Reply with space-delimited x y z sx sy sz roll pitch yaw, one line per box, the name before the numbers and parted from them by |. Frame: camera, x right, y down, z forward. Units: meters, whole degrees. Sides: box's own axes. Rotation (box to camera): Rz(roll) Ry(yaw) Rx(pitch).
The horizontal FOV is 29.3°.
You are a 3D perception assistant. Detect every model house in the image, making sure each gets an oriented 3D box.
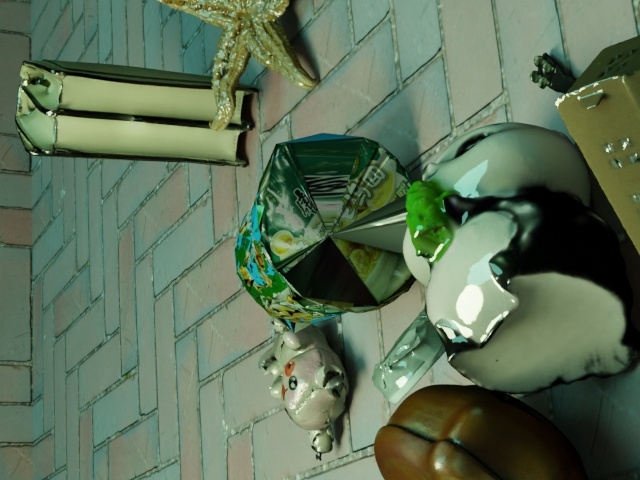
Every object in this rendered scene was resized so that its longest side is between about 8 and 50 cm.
model house | 0.350 -0.108 0.950 0.248 0.176 0.181 -14 116 44

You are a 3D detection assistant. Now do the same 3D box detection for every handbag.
handbag | -0.313 -0.215 2.058 0.237 0.358 0.160 -143 59 -60

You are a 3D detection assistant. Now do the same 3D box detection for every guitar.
guitar | 0.274 -0.130 1.212 0.271 0.038 0.084 52 130 54

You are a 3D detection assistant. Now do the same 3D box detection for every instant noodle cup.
instant noodle cup | 0.000 0.000 1.556 0.178 0.240 0.240 143 127 -64

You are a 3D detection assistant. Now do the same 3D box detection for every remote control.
remote control | 0.116 0.106 1.318 0.104 0.052 0.247 -50 -5 18

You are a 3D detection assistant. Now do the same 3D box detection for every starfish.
starfish | -0.124 -0.350 1.901 0.327 0.094 0.375 15 105 27

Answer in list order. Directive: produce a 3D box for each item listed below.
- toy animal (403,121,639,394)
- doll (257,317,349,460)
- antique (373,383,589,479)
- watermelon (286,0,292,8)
toy animal | 0.178 0.002 1.185 0.212 0.212 0.267 -63 34 38
doll | -0.019 0.187 1.695 0.192 0.095 0.149 -117 34 -44
antique | 0.163 0.232 1.200 0.223 0.129 0.278 36 163 16
watermelon | -0.052 -0.471 1.939 0.092 0.075 0.181 45 -142 -64
